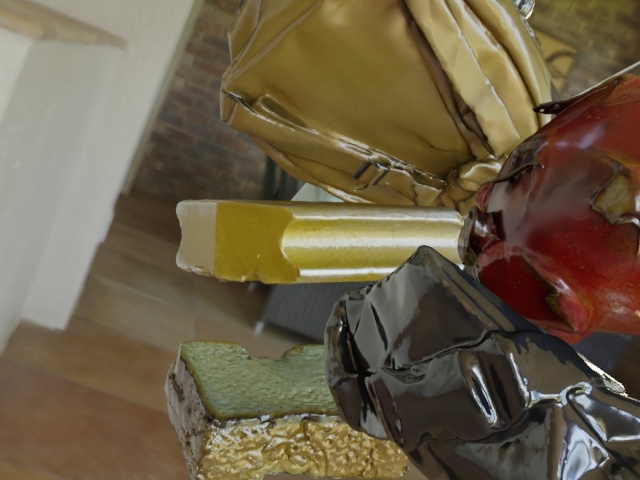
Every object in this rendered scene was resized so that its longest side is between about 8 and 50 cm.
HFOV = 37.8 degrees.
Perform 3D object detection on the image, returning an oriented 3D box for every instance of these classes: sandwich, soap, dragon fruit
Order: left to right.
[{"bbox_3d":[-0.053,0.207,1.184,0.273,0.095,0.249,4,18,-21],"label":"sandwich"},{"bbox_3d":[0.000,0.000,0.855,0.232,0.073,0.140,0,2,-33],"label":"soap"},{"bbox_3d":[0.193,-0.012,0.449,0.246,0.125,0.125,4,30,15],"label":"dragon fruit"}]

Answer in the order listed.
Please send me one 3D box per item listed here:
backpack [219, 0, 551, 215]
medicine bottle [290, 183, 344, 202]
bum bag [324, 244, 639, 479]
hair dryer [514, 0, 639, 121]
[{"bbox_3d":[0.075,-0.184,1.077,0.378,0.354,0.201,45,37,-28],"label":"backpack"},{"bbox_3d":[0.029,-0.059,1.450,0.121,0.083,0.229,6,-23,-21],"label":"medicine bottle"},{"bbox_3d":[0.127,0.123,0.405,0.095,0.144,0.340,-30,57,-30],"label":"bum bag"},{"bbox_3d":[0.366,-0.250,1.361,0.320,0.284,0.156,52,-28,5],"label":"hair dryer"}]
